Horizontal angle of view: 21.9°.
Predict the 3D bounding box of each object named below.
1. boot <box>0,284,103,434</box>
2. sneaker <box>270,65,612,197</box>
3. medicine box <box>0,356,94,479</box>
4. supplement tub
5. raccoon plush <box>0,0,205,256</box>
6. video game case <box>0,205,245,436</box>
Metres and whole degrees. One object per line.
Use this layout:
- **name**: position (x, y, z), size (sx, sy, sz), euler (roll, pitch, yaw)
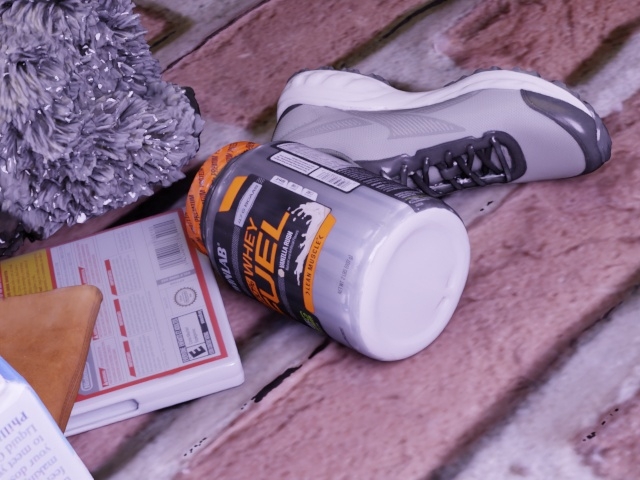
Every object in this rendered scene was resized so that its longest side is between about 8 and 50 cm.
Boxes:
- **boot**: position (-0.161, 0.139, 1.038), size (0.264, 0.096, 0.280), euler (-15, 37, 14)
- **sneaker**: position (0.085, -0.064, 1.243), size (0.271, 0.100, 0.108), euler (1, 52, 25)
- **medicine box**: position (-0.208, 0.127, 0.764), size (0.149, 0.289, 0.263), euler (-42, 51, -17)
- **supplement tub**: position (0.000, 0.000, 1.151), size (0.190, 0.117, 0.117), euler (24, 50, 41)
- **raccoon plush**: position (-0.242, -0.149, 1.207), size (0.216, 0.299, 0.446), euler (-12, 20, 16)
- **video game case**: position (-0.211, 0.075, 1.195), size (0.285, 0.025, 0.204), euler (-16, 36, -5)
